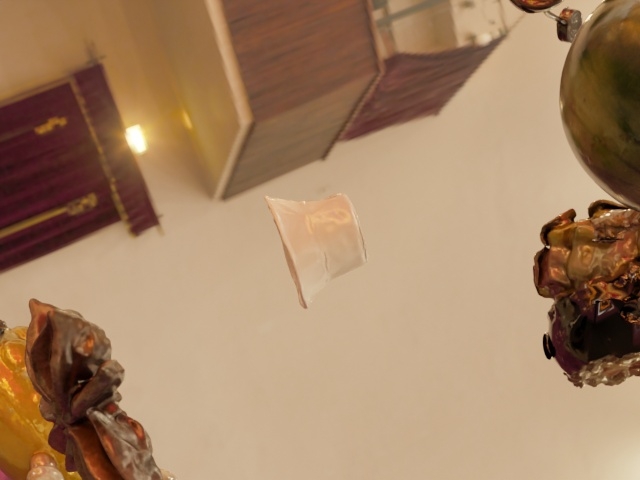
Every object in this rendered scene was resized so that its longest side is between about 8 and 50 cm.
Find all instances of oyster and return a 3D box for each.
[{"bbox_3d":[0.493,-0.043,1.251,0.345,0.128,0.079,-12,-98,60],"label":"oyster"}]

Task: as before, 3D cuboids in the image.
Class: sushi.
[{"bbox_3d":[0.547,0.084,1.708,0.328,0.328,0.285,20,50,-54],"label":"sushi"}]

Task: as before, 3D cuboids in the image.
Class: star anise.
[{"bbox_3d":[-0.211,0.146,0.868,0.197,0.073,0.212,9,-60,56],"label":"star anise"}]

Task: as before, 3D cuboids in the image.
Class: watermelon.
[{"bbox_3d":[0.351,-0.141,0.934,0.242,0.242,0.242,57,-17,29],"label":"watermelon"}]

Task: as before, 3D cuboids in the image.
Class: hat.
[{"bbox_3d":[0.000,0.000,1.494,0.203,0.126,0.203,162,-90,-88],"label":"hat"}]

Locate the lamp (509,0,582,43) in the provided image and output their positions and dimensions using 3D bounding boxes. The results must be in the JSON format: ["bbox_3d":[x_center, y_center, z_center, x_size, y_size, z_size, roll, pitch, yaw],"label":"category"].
[{"bbox_3d":[0.434,-0.408,1.731,0.108,0.130,0.371,16,-3,31],"label":"lamp"}]

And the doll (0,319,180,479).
[{"bbox_3d":[-0.335,0.295,1.298,0.348,0.161,0.423,54,2,40],"label":"doll"}]
